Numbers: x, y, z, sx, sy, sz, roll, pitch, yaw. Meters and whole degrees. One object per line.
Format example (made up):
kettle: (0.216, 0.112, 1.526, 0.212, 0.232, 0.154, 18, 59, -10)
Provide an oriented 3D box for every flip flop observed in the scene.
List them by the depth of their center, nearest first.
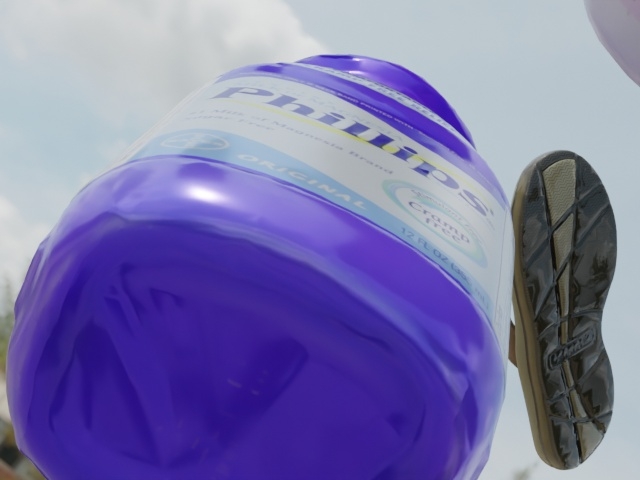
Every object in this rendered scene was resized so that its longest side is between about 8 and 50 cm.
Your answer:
flip flop: (0.188, 0.059, 1.279, 0.080, 0.112, 0.277, 21, -53, 49)

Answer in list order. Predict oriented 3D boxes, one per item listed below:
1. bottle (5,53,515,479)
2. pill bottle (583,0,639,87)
bottle: (0.000, 0.000, 0.469, 0.118, 0.092, 0.283, 25, 18, 1)
pill bottle: (0.200, -0.174, 0.445, 0.169, 0.169, 0.301, 32, -49, 18)
